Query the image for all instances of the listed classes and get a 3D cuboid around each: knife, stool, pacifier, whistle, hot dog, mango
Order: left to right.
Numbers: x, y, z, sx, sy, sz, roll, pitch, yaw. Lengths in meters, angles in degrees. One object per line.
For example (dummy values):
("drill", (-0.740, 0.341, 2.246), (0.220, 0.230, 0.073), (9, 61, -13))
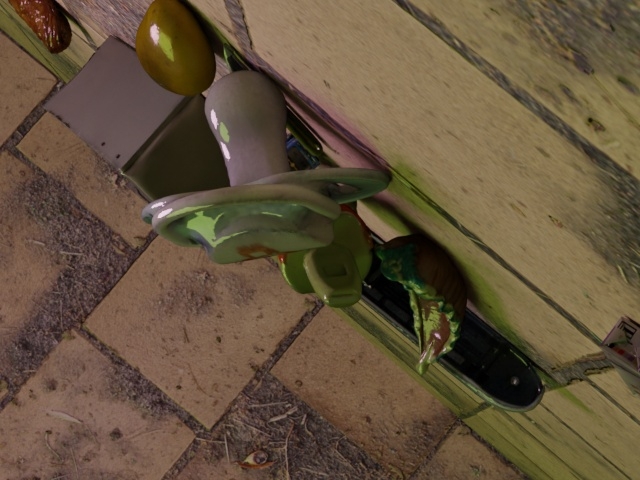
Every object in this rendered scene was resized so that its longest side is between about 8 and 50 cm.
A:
("hot dog", (-0.495, -0.399, 2.246), (0.147, 0.065, 0.099), (51, 177, 17))
("stool", (-0.257, -0.155, 2.020), (0.269, 0.170, 0.243), (36, 172, 42))
("mango", (-0.165, -0.220, 1.435), (0.103, 0.076, 0.161), (46, 167, 12))
("pacifier", (-0.071, -0.087, 1.376), (0.227, 0.279, 0.207), (20, -118, -67))
("knife", (-0.056, -0.158, 1.440), (0.026, 0.022, 0.184), (-7, 137, 47))
("whistle", (0.000, 0.000, 1.526), (0.288, 0.131, 0.106), (-113, 19, -64))

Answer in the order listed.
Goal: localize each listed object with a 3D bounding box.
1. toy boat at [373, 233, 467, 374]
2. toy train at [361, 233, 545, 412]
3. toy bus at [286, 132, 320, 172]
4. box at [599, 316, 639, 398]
("toy boat", (0.136, 0.077, 1.602), (0.108, 0.099, 0.293), (40, 166, 29))
("toy train", (0.143, 0.105, 1.781), (0.407, 0.086, 0.088), (39, 173, 14))
("toy bus", (-0.047, -0.103, 1.600), (0.051, 0.061, 0.153), (48, 174, -16))
("box", (0.296, 0.117, 1.145), (0.050, 0.036, 0.117), (37, 173, 42))
